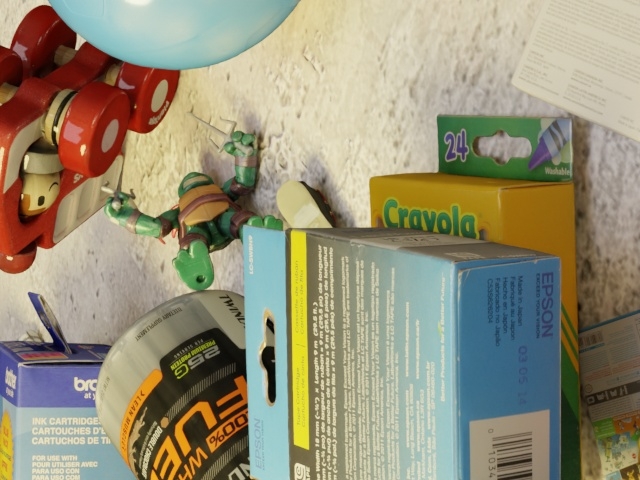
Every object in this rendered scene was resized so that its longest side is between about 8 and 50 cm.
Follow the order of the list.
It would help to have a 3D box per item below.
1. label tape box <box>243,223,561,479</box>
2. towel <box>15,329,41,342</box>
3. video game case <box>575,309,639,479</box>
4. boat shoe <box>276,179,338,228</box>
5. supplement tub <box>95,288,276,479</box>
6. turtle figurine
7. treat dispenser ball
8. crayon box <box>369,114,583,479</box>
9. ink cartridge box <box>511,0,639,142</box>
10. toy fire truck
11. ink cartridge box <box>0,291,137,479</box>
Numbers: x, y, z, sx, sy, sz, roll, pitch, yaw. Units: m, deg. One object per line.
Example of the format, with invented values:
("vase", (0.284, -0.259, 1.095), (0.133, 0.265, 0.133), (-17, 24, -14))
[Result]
("label tape box", (0.061, 0.112, 1.497), (0.333, 0.106, 0.240), (12, 105, 59))
("towel", (-0.412, 0.292, 2.343), (0.235, 0.121, 0.284), (58, 138, 30))
("video game case", (0.263, 0.142, 1.455), (0.119, 0.015, 0.166), (-25, 74, 53))
("boat shoe", (0.001, -0.001, 1.781), (0.049, 0.042, 0.133), (-37, 63, 23))
("supplement tub", (-0.063, 0.220, 1.763), (0.338, 0.207, 0.207), (47, 131, 40))
("turtle figurine", (-0.123, -0.037, 1.889), (0.175, 0.118, 0.234), (-38, 34, 2))
("treat dispenser ball", (-0.140, -0.307, 1.714), (0.288, 0.288, 0.288), (13, 106, 53))
("crayon box", (0.130, 0.055, 1.558), (0.203, 0.083, 0.323), (8, 101, 59))
("ink cartridge box", (0.260, -0.192, 1.392), (0.181, 0.056, 0.225), (32, 102, 48))
("toy fire truck", (-0.287, -0.096, 1.972), (0.169, 0.302, 0.254), (20, 121, 13))
("ink cartridge box", (-0.295, 0.259, 2.067), (0.270, 0.151, 0.395), (-177, 90, -74))
